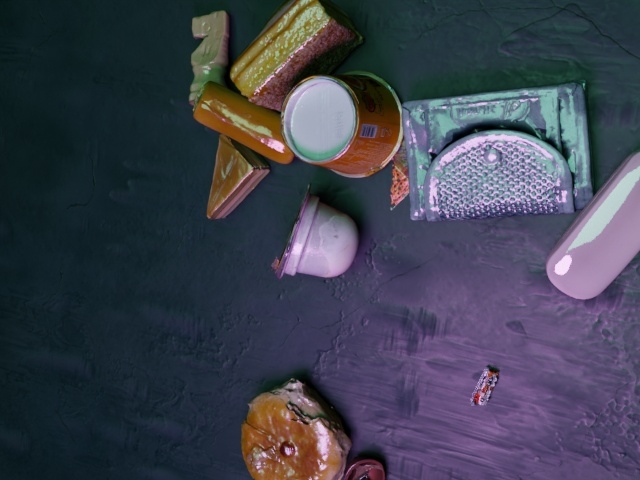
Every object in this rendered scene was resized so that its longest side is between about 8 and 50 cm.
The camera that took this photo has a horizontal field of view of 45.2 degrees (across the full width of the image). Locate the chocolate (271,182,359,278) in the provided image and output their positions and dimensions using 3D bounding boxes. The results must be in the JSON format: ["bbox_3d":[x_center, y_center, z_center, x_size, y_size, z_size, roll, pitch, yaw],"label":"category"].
[{"bbox_3d":[0.000,0.007,1.540,0.147,0.221,0.221,25,106,-5],"label":"chocolate"}]

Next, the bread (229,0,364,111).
[{"bbox_3d":[-0.049,-0.368,1.506,0.234,0.184,0.110,-42,74,20],"label":"bread"}]

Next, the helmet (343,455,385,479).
[{"bbox_3d":[0.082,0.487,1.591,0.089,0.057,0.111,6,105,-18],"label":"helmet"}]

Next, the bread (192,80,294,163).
[{"bbox_3d":[-0.152,-0.241,1.581,0.239,0.074,0.092,26,108,-5],"label":"bread"}]

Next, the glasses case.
[{"bbox_3d":[0.511,-0.027,1.332,0.113,0.075,0.297,35,108,-1],"label":"glasses case"}]

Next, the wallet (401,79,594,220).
[{"bbox_3d":[0.319,-0.157,1.416,0.342,0.075,0.237,-3,99,23],"label":"wallet"}]

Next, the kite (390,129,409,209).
[{"bbox_3d":[0.193,-0.172,1.512,0.125,0.008,0.222,-1,95,22],"label":"kite"}]

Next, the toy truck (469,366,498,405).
[{"bbox_3d":[0.316,0.286,1.485,0.032,0.024,0.083,29,105,43],"label":"toy truck"}]

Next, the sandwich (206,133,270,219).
[{"bbox_3d":[-0.206,-0.139,1.658,0.163,0.079,0.113,-46,74,23],"label":"sandwich"}]

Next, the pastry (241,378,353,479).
[{"bbox_3d":[-0.063,0.431,1.619,0.257,0.121,0.236,48,112,14],"label":"pastry"}]

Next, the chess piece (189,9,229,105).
[{"bbox_3d":[-0.236,-0.391,1.654,0.090,0.090,0.200,1,88,25],"label":"chess piece"}]

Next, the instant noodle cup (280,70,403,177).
[{"bbox_3d":[0.033,-0.228,1.484,0.216,0.172,0.215,3,95,28],"label":"instant noodle cup"}]
